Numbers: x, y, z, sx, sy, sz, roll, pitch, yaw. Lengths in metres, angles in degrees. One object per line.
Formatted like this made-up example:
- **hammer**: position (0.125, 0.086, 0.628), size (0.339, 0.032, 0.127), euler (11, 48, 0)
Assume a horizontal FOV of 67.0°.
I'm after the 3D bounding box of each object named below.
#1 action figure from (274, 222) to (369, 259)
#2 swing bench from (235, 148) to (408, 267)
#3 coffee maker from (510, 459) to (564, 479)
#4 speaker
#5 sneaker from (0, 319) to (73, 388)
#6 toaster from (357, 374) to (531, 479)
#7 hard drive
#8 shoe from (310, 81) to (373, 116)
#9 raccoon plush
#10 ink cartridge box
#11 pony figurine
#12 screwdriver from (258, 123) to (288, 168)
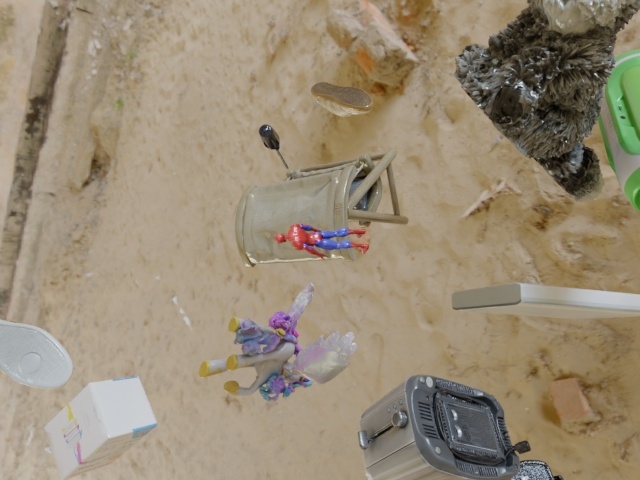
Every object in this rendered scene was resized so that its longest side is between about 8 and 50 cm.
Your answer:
- **action figure**: position (0.000, 0.000, 0.575), size (0.030, 0.115, 0.038), euler (134, 134, -54)
- **swing bench**: position (-0.001, -0.064, 0.946), size (0.253, 0.254, 0.165), euler (-5, 104, 35)
- **coffee maker**: position (0.412, 0.546, 0.971), size (0.120, 0.178, 0.171), euler (7, 57, 13)
- **speaker**: position (0.542, -0.185, 0.796), size (0.131, 0.131, 0.297), euler (-29, 37, 42)
- **sneaker**: position (-0.560, 0.212, 0.921), size (0.255, 0.151, 0.094), euler (22, 66, 8)
- **toaster**: position (0.161, 0.280, 0.673), size (0.146, 0.226, 0.129), euler (-44, 37, 37)
- **hard drive**: position (0.505, 0.138, 1.064), size (0.233, 0.352, 0.047), euler (149, 126, -69)
- **shoe**: position (0.061, -0.373, 1.299), size (0.219, 0.076, 0.058), euler (33, 154, 40)
- **raccoon plush**: position (0.423, -0.278, 0.766), size (0.299, 0.446, 0.216), euler (-42, 48, 28)
- **ink cartridge box**: position (-0.343, 0.291, 0.746), size (0.143, 0.092, 0.090), euler (-43, 65, 18)
- **pony figurine**: position (-0.115, 0.318, 1.404), size (0.351, 0.363, 0.303), euler (-56, 43, 21)
- **screwdriver**: position (-0.061, -0.134, 0.712), size (0.024, 0.170, 0.025), euler (26, 90, 10)
